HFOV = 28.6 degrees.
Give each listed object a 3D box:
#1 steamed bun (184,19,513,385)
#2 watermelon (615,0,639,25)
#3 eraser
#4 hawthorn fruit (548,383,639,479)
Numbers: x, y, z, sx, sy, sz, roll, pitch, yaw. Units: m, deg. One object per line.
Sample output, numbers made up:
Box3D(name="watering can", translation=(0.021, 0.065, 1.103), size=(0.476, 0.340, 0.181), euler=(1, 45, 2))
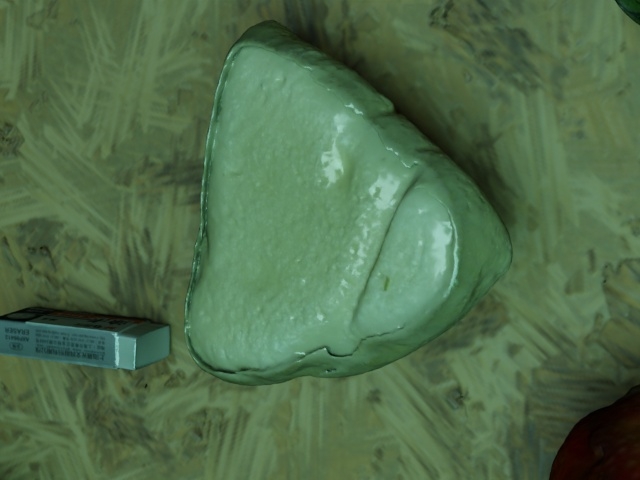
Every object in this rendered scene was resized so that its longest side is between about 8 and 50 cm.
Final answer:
Box3D(name="steamed bun", translation=(0.023, -0.002, 0.782), size=(0.212, 0.110, 0.231), euler=(23, 109, 35))
Box3D(name="watermelon", translation=(0.201, -0.161, 0.697), size=(0.109, 0.109, 0.109), euler=(3, 98, 21))
Box3D(name="eraser", translation=(-0.172, 0.070, 0.899), size=(0.122, 0.052, 0.029), euler=(4, 99, 22))
Box3D(name="hawthorn fruit", translation=(0.203, 0.167, 0.712), size=(0.173, 0.179, 0.173), euler=(-2, 60, 4))
